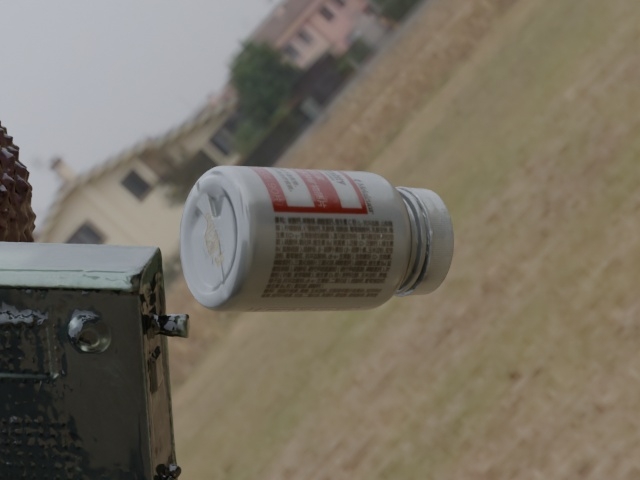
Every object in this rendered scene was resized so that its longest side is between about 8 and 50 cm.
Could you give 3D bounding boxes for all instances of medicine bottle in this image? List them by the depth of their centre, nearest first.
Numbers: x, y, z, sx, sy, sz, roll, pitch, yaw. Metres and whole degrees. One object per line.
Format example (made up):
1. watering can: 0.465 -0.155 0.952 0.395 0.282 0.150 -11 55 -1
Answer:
1. medicine bottle: 0.000 0.000 0.908 0.140 0.079 0.079 1 -26 -32

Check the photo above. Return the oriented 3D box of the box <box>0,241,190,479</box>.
1. box: -0.156 0.131 0.792 0.045 0.211 0.270 -64 -25 -67

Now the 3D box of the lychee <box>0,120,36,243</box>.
1. lychee: -0.293 -0.036 1.191 0.188 0.188 0.188 -47 4 5
